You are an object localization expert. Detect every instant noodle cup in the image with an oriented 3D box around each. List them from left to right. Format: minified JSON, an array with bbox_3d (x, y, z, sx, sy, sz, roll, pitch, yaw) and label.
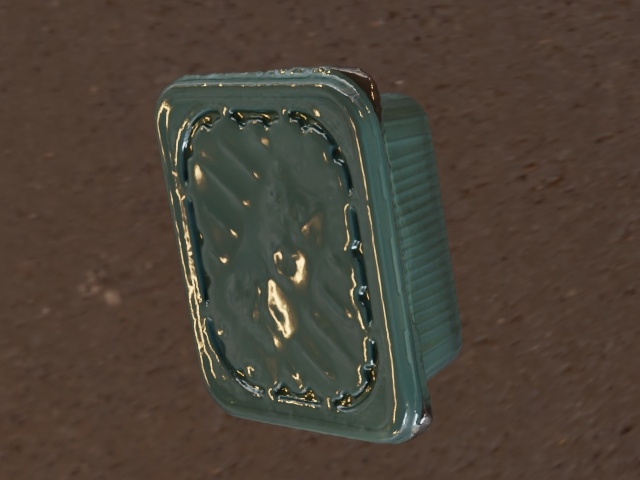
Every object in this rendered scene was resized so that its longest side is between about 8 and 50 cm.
[{"bbox_3d":[0.000,0.000,0.913,0.157,0.070,0.179,4,108,47],"label":"instant noodle cup"}]
